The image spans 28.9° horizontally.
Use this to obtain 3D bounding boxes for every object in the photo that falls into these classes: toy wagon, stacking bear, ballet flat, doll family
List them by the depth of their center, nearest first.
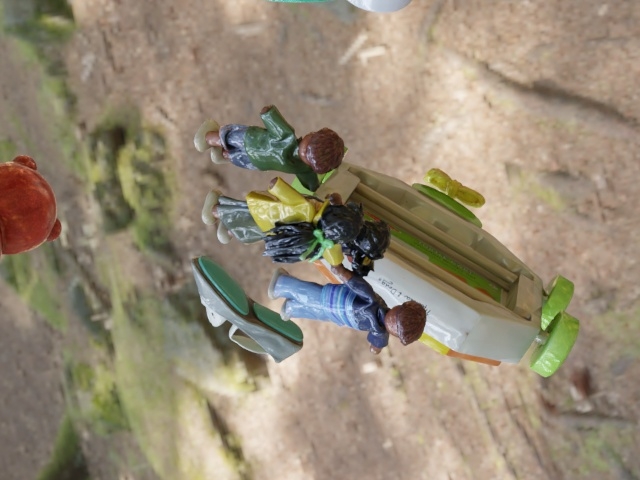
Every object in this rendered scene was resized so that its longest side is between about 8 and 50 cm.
[{"bbox_3d":[0.000,0.000,0.756,0.111,0.076,0.193,5,152,35],"label":"doll family"},{"bbox_3d":[0.103,0.006,1.135,0.068,0.267,0.344,-59,-1,16],"label":"toy wagon"},{"bbox_3d":[-0.425,-0.002,1.384,0.164,0.289,0.175,-22,95,50],"label":"stacking bear"},{"bbox_3d":[-0.110,0.100,1.653,0.068,0.213,0.072,-39,34,18],"label":"ballet flat"}]

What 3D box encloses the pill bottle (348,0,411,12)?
[{"bbox_3d":[0.110,-0.495,1.897,0.161,0.161,0.283,62,155,29],"label":"pill bottle"}]

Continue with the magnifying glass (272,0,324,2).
[{"bbox_3d":[-0.065,-0.230,1.090,0.231,0.092,0.026,9,113,33],"label":"magnifying glass"}]
